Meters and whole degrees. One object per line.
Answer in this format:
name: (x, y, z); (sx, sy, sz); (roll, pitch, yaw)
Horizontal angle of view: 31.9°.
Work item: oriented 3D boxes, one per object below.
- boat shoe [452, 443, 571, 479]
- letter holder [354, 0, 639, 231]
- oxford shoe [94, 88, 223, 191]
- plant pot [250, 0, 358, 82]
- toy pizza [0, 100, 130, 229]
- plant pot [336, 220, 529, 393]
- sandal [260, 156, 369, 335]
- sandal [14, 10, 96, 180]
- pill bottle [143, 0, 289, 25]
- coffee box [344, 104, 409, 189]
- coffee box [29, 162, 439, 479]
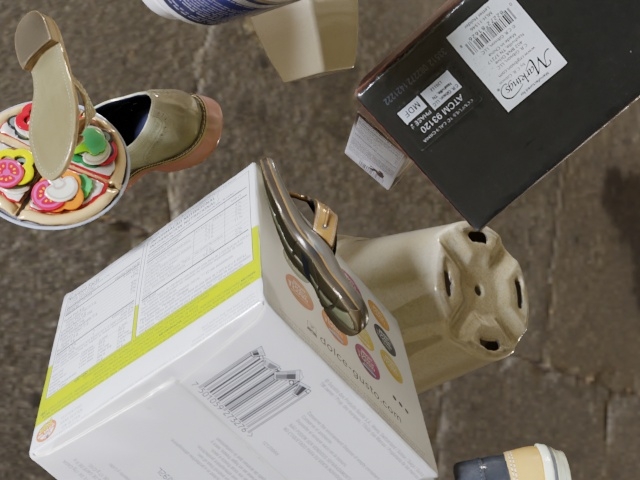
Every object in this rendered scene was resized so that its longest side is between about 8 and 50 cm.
boat shoe: (0.218, 0.496, 1.419); (0.187, 0.156, 0.500); (-91, -177, -78)
letter holder: (0.192, -0.182, 0.952); (0.152, 0.302, 0.214); (47, 13, -9)
oxford shoe: (-0.337, -0.147, 1.697); (0.146, 0.397, 0.140); (18, 58, -50)
plant pot: (-0.012, -0.269, 1.509); (0.109, 0.109, 0.096); (-20, 99, -50)
toy pizza: (-0.343, -0.103, 1.424); (0.201, 0.032, 0.201); (6, 58, -10)
plant pot: (0.152, 0.111, 1.815); (0.334, 0.305, 0.334); (17, 63, -38)
sandal: (0.000, 0.000, 1.166); (0.060, 0.219, 0.090); (-26, 148, -14)
sandal: (-0.312, -0.175, 1.385); (0.079, 0.088, 0.240); (17, 48, -51)
pill bottle: (-0.069, -0.202, 0.787); (0.094, 0.169, 0.094); (0, 90, -31)
coffee box: (0.147, -0.212, 1.970); (0.119, 0.297, 0.168); (41, 81, 4)
coffee box: (-0.106, 0.176, 1.416); (0.337, 0.338, 0.334); (48, 16, -27)
